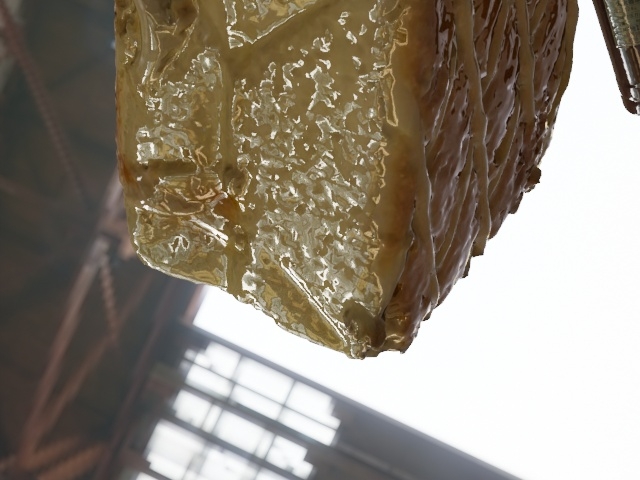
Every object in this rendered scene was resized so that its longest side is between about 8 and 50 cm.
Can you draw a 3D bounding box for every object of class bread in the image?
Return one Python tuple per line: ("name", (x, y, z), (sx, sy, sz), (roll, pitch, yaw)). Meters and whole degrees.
("bread", (0.026, -0.159, 1.490), (0.371, 0.279, 0.390), (-47, -34, -44))

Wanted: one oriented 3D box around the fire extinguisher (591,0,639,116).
("fire extinguisher", (0.274, -0.223, 1.779), (0.071, 0.099, 0.231), (-111, -3, -62))
